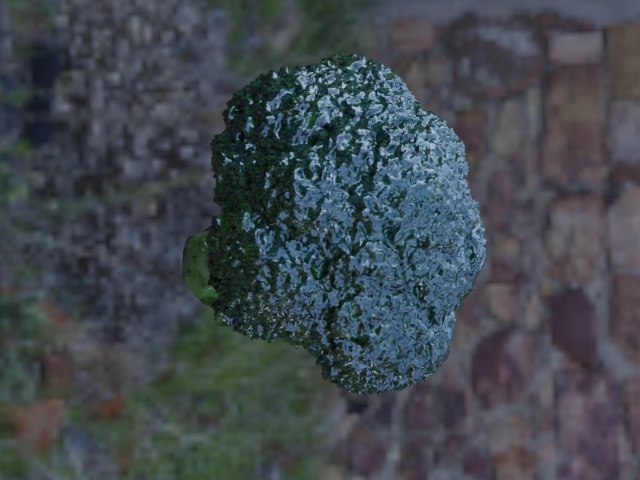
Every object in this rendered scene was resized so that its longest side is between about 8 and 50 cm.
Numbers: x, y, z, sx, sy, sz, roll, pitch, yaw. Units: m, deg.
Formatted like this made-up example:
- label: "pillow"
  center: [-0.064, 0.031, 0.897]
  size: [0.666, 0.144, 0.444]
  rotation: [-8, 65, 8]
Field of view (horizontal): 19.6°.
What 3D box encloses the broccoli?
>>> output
- label: "broccoli"
  center: [0.000, 0.000, 1.566]
  size: [0.298, 0.297, 0.297]
  rotation: [20, 56, -32]
